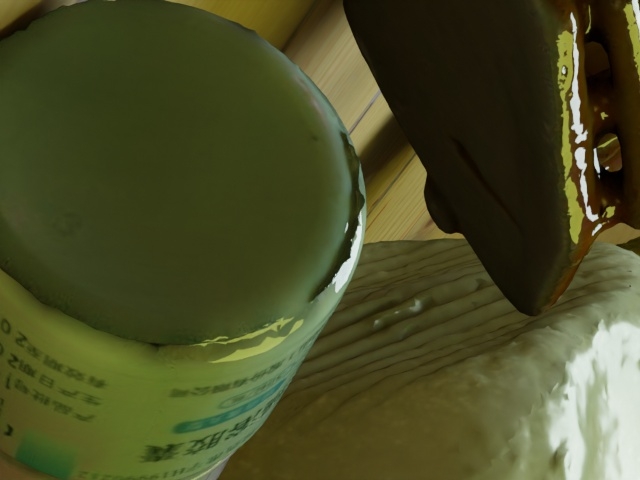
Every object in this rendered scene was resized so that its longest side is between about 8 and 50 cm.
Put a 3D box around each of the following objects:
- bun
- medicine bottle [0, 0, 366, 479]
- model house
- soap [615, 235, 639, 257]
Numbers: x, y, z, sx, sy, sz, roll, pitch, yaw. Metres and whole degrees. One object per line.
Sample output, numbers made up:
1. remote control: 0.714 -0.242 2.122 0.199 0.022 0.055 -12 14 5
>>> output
1. bun: 0.032 0.132 1.021 0.349 0.227 0.352 -17 -162 -25
2. medicine bottle: -0.068 0.016 0.669 0.135 0.135 0.168 -43 171 -33
3. model house: 0.144 -0.118 0.887 0.229 0.199 0.219 -33 177 -20
4. soap: 0.115 0.042 1.316 0.339 0.304 0.169 -58 -166 -21
